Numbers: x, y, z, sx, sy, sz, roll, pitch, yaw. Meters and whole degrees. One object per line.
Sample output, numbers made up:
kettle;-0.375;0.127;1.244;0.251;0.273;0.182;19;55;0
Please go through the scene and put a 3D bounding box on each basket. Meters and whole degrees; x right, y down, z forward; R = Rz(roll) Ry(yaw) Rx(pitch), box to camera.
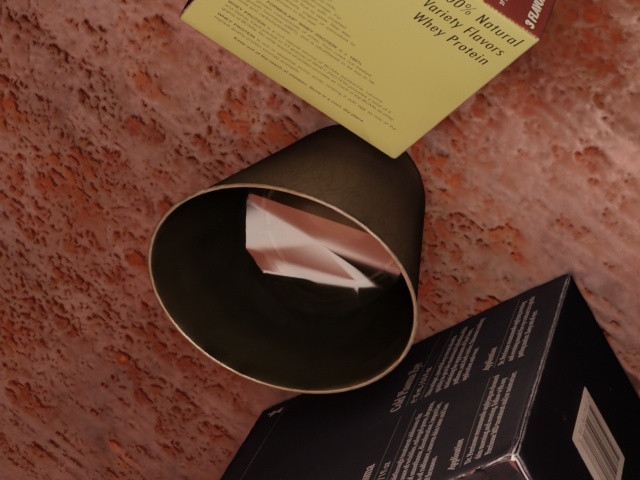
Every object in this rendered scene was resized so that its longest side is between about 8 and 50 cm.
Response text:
basket;0.000;0.000;1.319;0.204;0.227;0.154;20;113;8

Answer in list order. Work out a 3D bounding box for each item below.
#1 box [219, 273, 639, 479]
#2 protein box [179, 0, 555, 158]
box;0.079;0.216;1.312;0.313;0.343;0.179;-25;101;22
protein box;0.044;-0.199;1.220;0.200;0.136;0.201;32;147;-13
